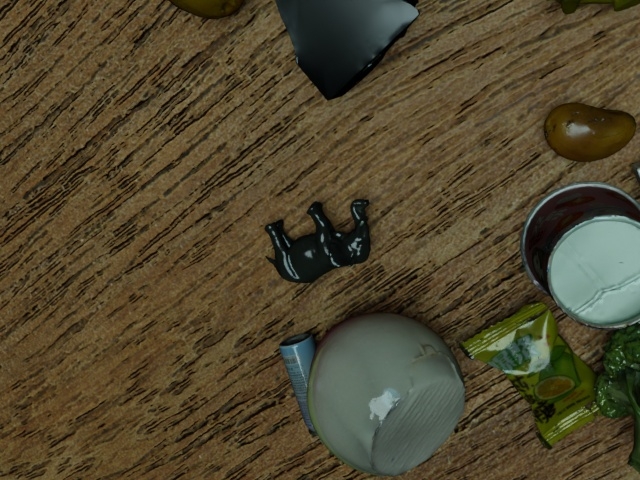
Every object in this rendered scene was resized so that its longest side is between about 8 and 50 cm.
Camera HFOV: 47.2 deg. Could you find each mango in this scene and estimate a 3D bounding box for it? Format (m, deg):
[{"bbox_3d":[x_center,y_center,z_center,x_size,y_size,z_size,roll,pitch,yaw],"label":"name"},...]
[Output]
[{"bbox_3d":[-0.246,-0.502,1.345,0.248,0.156,0.151,36,141,0],"label":"mango"},{"bbox_3d":[0.479,-0.190,1.303,0.159,0.084,0.105,7,109,9],"label":"mango"}]

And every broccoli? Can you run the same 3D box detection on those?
[{"bbox_3d":[0.579,0.314,1.312,0.186,0.302,0.254,0,148,42],"label":"broccoli"}]

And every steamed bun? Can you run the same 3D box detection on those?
[{"bbox_3d":[0.101,0.265,1.389,0.309,0.309,0.309,2,102,10],"label":"steamed bun"}]

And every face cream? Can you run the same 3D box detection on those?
[{"bbox_3d":[-0.017,0.309,1.509,0.075,0.075,0.229,-15,99,14],"label":"face cream"}]

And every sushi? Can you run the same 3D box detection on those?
[{"bbox_3d":[0.043,-0.408,1.278,0.215,0.212,0.227,-40,90,23],"label":"sushi"}]

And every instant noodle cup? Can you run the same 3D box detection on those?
[{"bbox_3d":[0.477,0.030,1.274,0.242,0.231,0.243,2,102,12],"label":"instant noodle cup"}]

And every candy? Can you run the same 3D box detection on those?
[{"bbox_3d":[0.427,0.257,1.412,0.187,0.081,0.297,-37,106,14],"label":"candy"}]

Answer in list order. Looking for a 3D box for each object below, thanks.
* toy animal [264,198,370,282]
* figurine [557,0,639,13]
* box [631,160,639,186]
[{"bbox_3d":[0.004,-0.002,1.431,0.245,0.114,0.146,-25,90,36],"label":"toy animal"},{"bbox_3d":[0.462,-0.540,1.192,0.218,0.169,0.327,-2,104,-4],"label":"figurine"},{"bbox_3d":[0.718,-0.018,1.301,0.200,0.065,0.343,-24,96,14],"label":"box"}]
